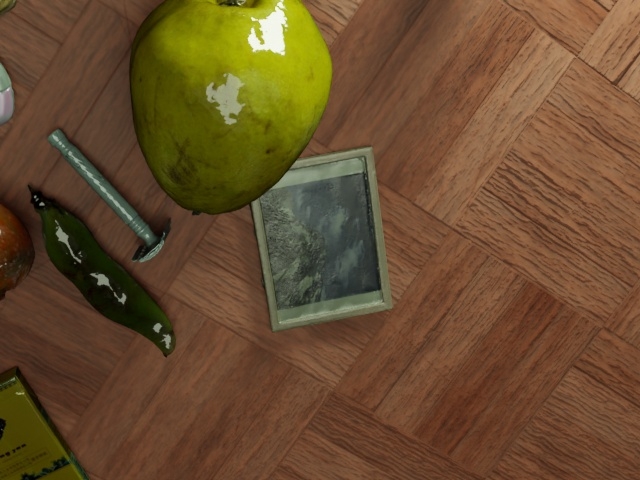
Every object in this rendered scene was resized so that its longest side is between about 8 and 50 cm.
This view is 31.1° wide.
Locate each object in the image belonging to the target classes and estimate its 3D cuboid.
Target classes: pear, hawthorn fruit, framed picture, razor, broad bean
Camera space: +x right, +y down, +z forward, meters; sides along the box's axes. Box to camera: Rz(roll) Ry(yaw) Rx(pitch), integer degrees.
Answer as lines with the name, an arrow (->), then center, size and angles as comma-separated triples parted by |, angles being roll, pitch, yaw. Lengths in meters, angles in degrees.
pear -> -0.135, -0.185, 1.601 | 0.287, 0.287, 0.375 | 9, 124, -12
hawthorn fruit -> -0.505, 0.014, 1.663 | 0.172, 0.173, 0.173 | -3, 110, -8
framed picture -> 0.000, 0.000, 1.818 | 0.208, 0.019, 0.281 | -12, 110, -5
razor -> -0.317, -0.074, 1.712 | 0.068, 0.106, 0.232 | -40, 101, 6
broad bean -> -0.341, 0.053, 1.757 | 0.077, 0.061, 0.339 | -41, 111, -6

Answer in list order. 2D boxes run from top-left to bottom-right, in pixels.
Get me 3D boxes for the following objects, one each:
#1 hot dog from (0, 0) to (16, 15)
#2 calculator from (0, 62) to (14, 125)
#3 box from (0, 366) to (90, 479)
hot dog -> -0.531, -0.401, 1.406 | 0.196, 0.365, 0.367 | -29, 111, 4
calculator -> -0.559, -0.187, 1.647 | 0.246, 0.045, 0.141 | -28, 111, 2
box -> -0.485, 0.354, 1.850 | 0.153, 0.041, 0.279 | -26, 111, 1
